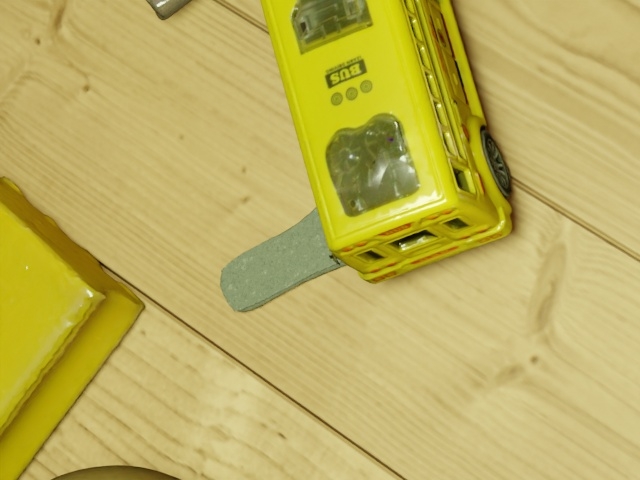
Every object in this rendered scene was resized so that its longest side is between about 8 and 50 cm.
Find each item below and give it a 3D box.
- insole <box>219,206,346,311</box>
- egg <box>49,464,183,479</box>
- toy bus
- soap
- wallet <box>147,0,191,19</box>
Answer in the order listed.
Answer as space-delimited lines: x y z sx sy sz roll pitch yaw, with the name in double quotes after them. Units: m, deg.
0.000 0.000 1.647 0.192 0.010 0.063 -31 72 15 "insole"
-0.130 0.347 1.490 0.301 0.301 0.374 -24 67 19 "egg"
0.035 -0.145 1.572 0.144 0.152 0.330 -21 72 18 "toy bus"
-0.326 0.118 1.724 0.204 0.096 0.324 39 98 23 "soap"
-0.109 -0.274 1.711 0.152 0.039 0.118 -40 69 0 "wallet"
